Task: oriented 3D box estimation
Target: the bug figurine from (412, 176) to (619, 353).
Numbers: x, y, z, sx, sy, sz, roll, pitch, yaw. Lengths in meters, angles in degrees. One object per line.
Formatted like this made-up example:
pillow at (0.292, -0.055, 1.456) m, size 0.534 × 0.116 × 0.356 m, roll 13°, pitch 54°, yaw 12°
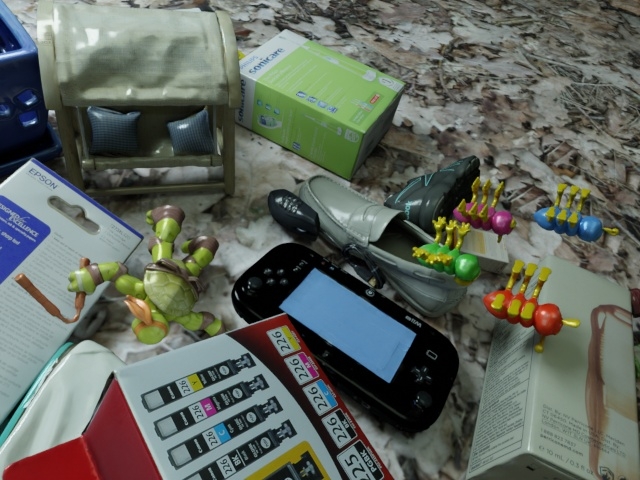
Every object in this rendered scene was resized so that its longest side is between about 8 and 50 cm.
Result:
bug figurine at (0.255, 0.012, 0.626) m, size 0.216 × 0.072 × 0.279 m, roll 23°, pitch 48°, yaw 31°

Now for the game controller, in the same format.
game controller at (0.036, 0.119, 0.650) m, size 0.319 × 0.067 × 0.166 m, roll 33°, pitch 51°, yaw 12°

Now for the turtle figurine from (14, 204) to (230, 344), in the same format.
turtle figurine at (-0.202, 0.047, 0.586) m, size 0.269 × 0.087 × 0.217 m, roll 31°, pitch 32°, yaw -25°

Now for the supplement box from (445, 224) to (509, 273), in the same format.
supplement box at (0.271, 0.015, 0.814) m, size 0.098 × 0.036 × 0.062 m, roll 14°, pitch 49°, yaw -3°

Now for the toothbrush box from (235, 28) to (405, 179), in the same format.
toothbrush box at (-0.008, -0.276, 0.924) m, size 0.283 × 0.122 × 0.206 m, roll 29°, pitch 51°, yaw 8°

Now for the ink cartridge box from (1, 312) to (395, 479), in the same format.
ink cartridge box at (-0.072, 0.251, 0.405) m, size 0.271 × 0.130 × 0.309 m, roll -11°, pitch 57°, yaw -48°

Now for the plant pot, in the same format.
plant pot at (-0.533, -0.212, 0.673) m, size 0.236 × 0.212 × 0.236 m, roll -30°, pitch 64°, yaw -27°

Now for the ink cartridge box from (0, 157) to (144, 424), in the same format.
ink cartridge box at (-0.380, 0.082, 0.530) m, size 0.175 × 0.069 × 0.371 m, roll 39°, pitch 49°, yaw -18°

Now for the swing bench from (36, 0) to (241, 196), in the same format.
swing bench at (-0.261, -0.205, 0.714) m, size 0.253 × 0.255 × 0.165 m, roll -7°, pitch 54°, yaw -19°

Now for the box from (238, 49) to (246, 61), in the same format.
box at (-0.220, -0.373, 0.960) m, size 0.043 × 0.105 × 0.179 m, roll -26°, pitch 61°, yaw -31°

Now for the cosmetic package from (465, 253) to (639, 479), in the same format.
cosmetic package at (0.304, 0.185, 0.611) m, size 0.129 × 0.153 × 0.296 m, roll 25°, pitch 51°, yaw 6°

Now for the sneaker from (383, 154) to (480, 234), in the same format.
sneaker at (0.213, -0.097, 0.850) m, size 0.106 × 0.101 × 0.267 m, roll 13°, pitch 28°, yaw 33°

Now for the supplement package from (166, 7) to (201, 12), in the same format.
supplement package at (-0.251, -0.308, 0.849) m, size 0.105 × 0.179 × 0.105 m, roll -17°, pitch 58°, yaw -26°

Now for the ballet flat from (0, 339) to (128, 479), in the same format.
ballet flat at (-0.277, 0.272, 0.413) m, size 0.139 × 0.139 × 0.400 m, roll 19°, pitch 46°, yaw 2°

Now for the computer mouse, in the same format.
computer mouse at (0.000, 0.000, 0.730) m, size 0.242 × 0.071 × 0.041 m, roll 38°, pitch 58°, yaw 22°

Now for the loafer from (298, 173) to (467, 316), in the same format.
loafer at (0.097, -0.015, 0.744) m, size 0.319 × 0.111 × 0.112 m, roll 38°, pitch 52°, yaw 16°

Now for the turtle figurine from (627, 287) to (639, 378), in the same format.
turtle figurine at (0.564, 0.102, 0.691) m, size 0.266 × 0.198 × 0.275 m, roll -16°, pitch 13°, yaw -5°
